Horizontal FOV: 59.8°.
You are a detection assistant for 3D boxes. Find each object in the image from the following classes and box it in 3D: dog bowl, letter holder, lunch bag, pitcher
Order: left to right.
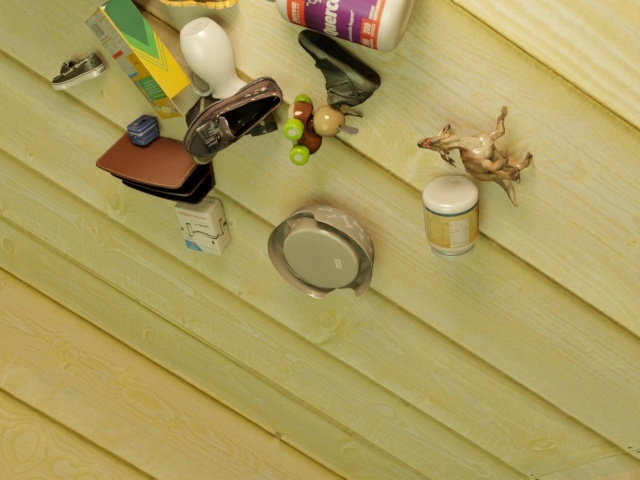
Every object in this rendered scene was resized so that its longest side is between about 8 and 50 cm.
[{"bbox_3d":[-0.559,-0.349,1.744,0.067,0.098,0.065,15,135,23],"label":"lunch bag"},{"bbox_3d":[-0.527,-0.209,1.781,0.301,0.215,0.152,16,138,14],"label":"letter holder"},{"bbox_3d":[-0.301,-0.467,1.462,0.177,0.126,0.207,1,143,24],"label":"pitcher"},{"bbox_3d":[0.011,0.037,1.749,0.348,0.102,0.349,14,136,14],"label":"dog bowl"}]

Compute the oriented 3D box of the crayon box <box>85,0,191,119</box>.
[{"bbox_3d":[-0.478,-0.488,1.510,0.203,0.083,0.323,14,145,57],"label":"crayon box"}]

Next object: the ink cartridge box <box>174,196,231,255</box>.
[{"bbox_3d":[-0.416,-0.057,1.974,0.148,0.086,0.203,12,138,19],"label":"ink cartridge box"}]

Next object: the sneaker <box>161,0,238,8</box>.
[{"bbox_3d":[-0.304,-0.616,1.346,0.214,0.084,0.083,7,132,11],"label":"sneaker"}]

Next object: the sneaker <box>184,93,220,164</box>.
[{"bbox_3d":[-0.343,-0.306,1.598,0.083,0.222,0.118,20,155,-34],"label":"sneaker"}]

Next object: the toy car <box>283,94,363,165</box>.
[{"bbox_3d":[0.015,-0.295,1.451,0.188,0.155,0.149,-1,133,14],"label":"toy car"}]

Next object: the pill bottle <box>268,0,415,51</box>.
[{"bbox_3d":[0.032,-0.526,1.165,0.322,0.182,0.182,20,139,10],"label":"pill bottle"}]

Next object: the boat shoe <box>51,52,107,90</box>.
[{"bbox_3d":[-0.750,-0.520,1.699,0.219,0.078,0.070,-10,128,26],"label":"boat shoe"}]

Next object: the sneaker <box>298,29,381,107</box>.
[{"bbox_3d":[0.023,-0.408,1.362,0.227,0.087,0.130,33,133,-13],"label":"sneaker"}]

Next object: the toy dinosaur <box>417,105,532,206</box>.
[{"bbox_3d":[0.383,-0.200,1.357,0.200,0.127,0.295,-7,141,44],"label":"toy dinosaur"}]

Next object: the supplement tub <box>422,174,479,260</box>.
[{"bbox_3d":[0.352,-0.058,1.494,0.144,0.144,0.200,7,136,23],"label":"supplement tub"}]

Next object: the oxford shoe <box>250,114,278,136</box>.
[{"bbox_3d":[-0.227,-0.343,1.592,0.227,0.083,0.096,-5,113,30],"label":"oxford shoe"}]

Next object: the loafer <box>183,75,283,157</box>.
[{"bbox_3d":[-0.229,-0.315,1.455,0.302,0.095,0.109,-36,131,3],"label":"loafer"}]

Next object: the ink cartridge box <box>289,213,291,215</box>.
[{"bbox_3d":[0.000,0.000,1.828,0.208,0.045,0.206,17,138,11],"label":"ink cartridge box"}]
